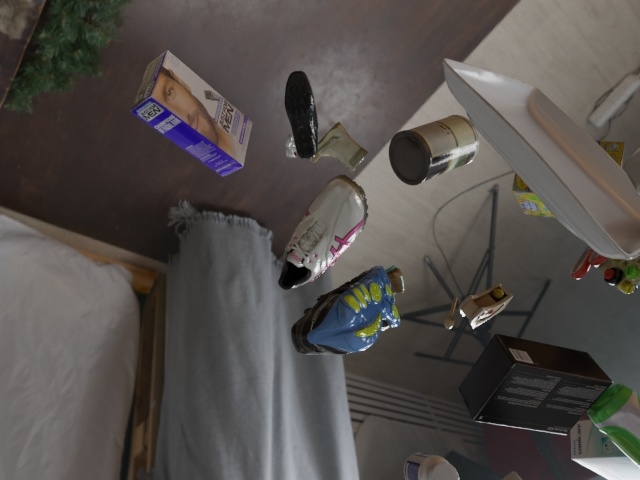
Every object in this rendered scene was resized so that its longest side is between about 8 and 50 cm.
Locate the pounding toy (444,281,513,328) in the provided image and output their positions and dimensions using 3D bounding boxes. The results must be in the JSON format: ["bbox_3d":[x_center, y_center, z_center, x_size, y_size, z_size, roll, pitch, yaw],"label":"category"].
[{"bbox_3d":[0.600,0.239,1.858,0.269,0.155,0.154,-28,146,-13],"label":"pounding toy"}]

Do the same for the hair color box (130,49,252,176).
[{"bbox_3d":[-0.363,-0.362,1.392,0.110,0.185,0.338,-18,143,36],"label":"hair color box"}]

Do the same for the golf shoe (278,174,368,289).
[{"bbox_3d":[0.000,0.000,0.582,0.067,0.086,0.186,38,139,10],"label":"golf shoe"}]

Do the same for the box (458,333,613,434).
[{"bbox_3d":[0.480,0.329,1.071,0.261,0.103,0.185,14,116,-15],"label":"box"}]

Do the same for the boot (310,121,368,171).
[{"bbox_3d":[0.062,-0.310,1.723,0.165,0.077,0.213,42,141,-7],"label":"boot"}]

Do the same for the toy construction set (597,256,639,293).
[{"bbox_3d":[0.877,0.032,1.303,0.151,0.328,0.215,33,115,5],"label":"toy construction set"}]

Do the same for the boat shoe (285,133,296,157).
[{"bbox_3d":[-0.078,-0.264,1.331,0.035,0.035,0.100,16,156,3],"label":"boat shoe"}]

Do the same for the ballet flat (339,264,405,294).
[{"bbox_3d":[0.200,0.193,1.815,0.116,0.124,0.342,-29,-179,-41],"label":"ballet flat"}]

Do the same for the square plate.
[{"bbox_3d":[0.356,-0.122,0.703,0.343,0.347,0.049,-10,149,-45],"label":"square plate"}]

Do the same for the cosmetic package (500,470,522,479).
[{"bbox_3d":[0.459,0.639,0.998,0.113,0.160,0.309,-38,169,1],"label":"cosmetic package"}]

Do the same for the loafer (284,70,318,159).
[{"bbox_3d":[-0.046,-0.322,1.217,0.076,0.078,0.224,-4,118,7],"label":"loafer"}]

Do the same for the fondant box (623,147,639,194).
[{"bbox_3d":[0.484,-0.049,0.385,0.330,0.096,0.238,36,122,6],"label":"fondant box"}]

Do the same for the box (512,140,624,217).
[{"bbox_3d":[0.797,-0.187,1.519,0.279,0.177,0.290,10,173,33],"label":"box"}]

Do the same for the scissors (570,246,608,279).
[{"bbox_3d":[0.622,-0.034,1.014,0.297,0.021,0.109,-48,169,-25],"label":"scissors"}]

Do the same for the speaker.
[{"bbox_3d":[0.760,0.471,1.058,0.131,0.296,0.131,-36,157,-18],"label":"speaker"}]

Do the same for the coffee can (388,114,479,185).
[{"bbox_3d":[0.423,-0.341,1.767,0.275,0.201,0.202,-23,140,-29],"label":"coffee can"}]

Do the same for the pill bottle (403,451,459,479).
[{"bbox_3d":[0.331,0.697,1.406,0.111,0.112,0.187,-4,162,-13],"label":"pill bottle"}]

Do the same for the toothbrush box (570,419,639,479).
[{"bbox_3d":[0.960,0.637,1.436,0.216,0.126,0.295,30,143,-15],"label":"toothbrush box"}]

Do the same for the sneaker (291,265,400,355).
[{"bbox_3d":[0.027,0.067,0.453,0.078,0.067,0.188,-18,176,21],"label":"sneaker"}]
